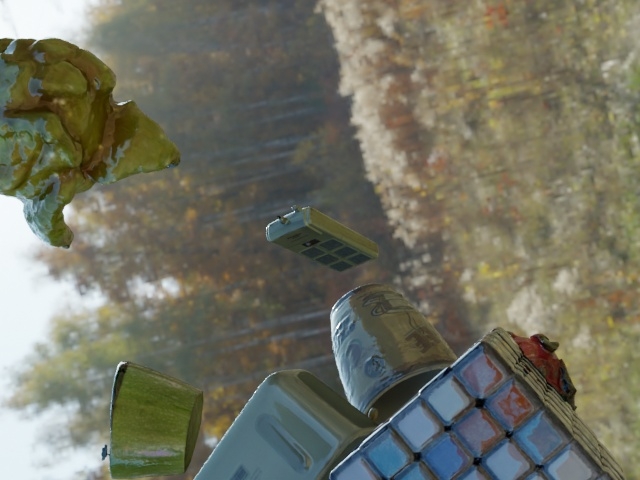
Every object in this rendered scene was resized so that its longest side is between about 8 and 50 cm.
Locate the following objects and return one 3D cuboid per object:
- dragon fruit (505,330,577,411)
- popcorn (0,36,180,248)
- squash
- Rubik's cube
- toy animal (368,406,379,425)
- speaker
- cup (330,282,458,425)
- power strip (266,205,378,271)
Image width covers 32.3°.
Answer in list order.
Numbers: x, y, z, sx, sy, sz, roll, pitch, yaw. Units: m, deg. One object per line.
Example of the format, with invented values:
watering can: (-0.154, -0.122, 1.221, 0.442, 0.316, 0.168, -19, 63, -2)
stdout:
dragon fruit: (0.339, 0.226, 1.812, 0.166, 0.160, 0.172, 30, -147, -30)
popcorn: (-0.420, -0.145, 1.671, 0.290, 0.321, 0.326, -7, -70, -58)
squash: (-0.240, 0.264, 1.577, 0.170, 0.122, 0.170, 10, -90, -88)
Rubik's cube: (0.227, 0.322, 1.533, 0.287, 0.292, 0.293, 49, -169, 9)
toy animal: (0.065, 0.452, 1.888, 0.157, 0.097, 0.312, -53, 11, 35)
speaker: (-0.093, 0.423, 1.888, 0.184, 0.406, 0.183, 39, -168, 23)
cup: (0.147, 0.235, 2.168, 0.257, 0.227, 0.301, 65, -176, 37)
power strip: (0.000, 0.000, 1.432, 0.169, 0.076, 0.028, 26, -129, -44)
